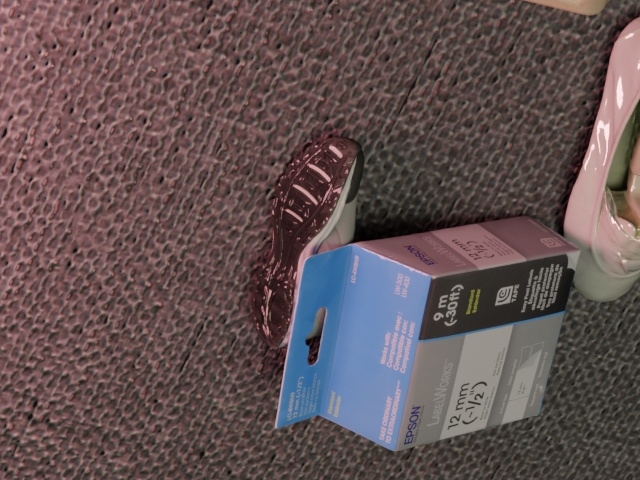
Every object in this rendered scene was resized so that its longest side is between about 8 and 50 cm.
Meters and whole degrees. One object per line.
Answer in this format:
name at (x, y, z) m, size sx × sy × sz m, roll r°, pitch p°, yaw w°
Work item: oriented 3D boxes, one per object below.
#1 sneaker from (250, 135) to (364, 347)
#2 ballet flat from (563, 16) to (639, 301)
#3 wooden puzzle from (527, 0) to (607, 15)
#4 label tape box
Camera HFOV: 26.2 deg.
sneaker at (0.000, 0.000, 1.637) m, size 0.108 × 0.100 × 0.271 m, roll -2°, pitch 121°, yaw -38°
ballet flat at (0.389, -0.076, 1.682) m, size 0.139 × 0.139 × 0.400 m, roll -2°, pitch 119°, yaw -16°
wooden puzzle at (0.223, -0.416, 1.472) m, size 0.348 × 0.080 × 0.322 m, roll 8°, pitch 115°, yaw -21°
label tape box at (0.131, 0.119, 1.669) m, size 0.348 × 0.115 × 0.249 m, roll -10°, pitch 123°, yaw -34°
